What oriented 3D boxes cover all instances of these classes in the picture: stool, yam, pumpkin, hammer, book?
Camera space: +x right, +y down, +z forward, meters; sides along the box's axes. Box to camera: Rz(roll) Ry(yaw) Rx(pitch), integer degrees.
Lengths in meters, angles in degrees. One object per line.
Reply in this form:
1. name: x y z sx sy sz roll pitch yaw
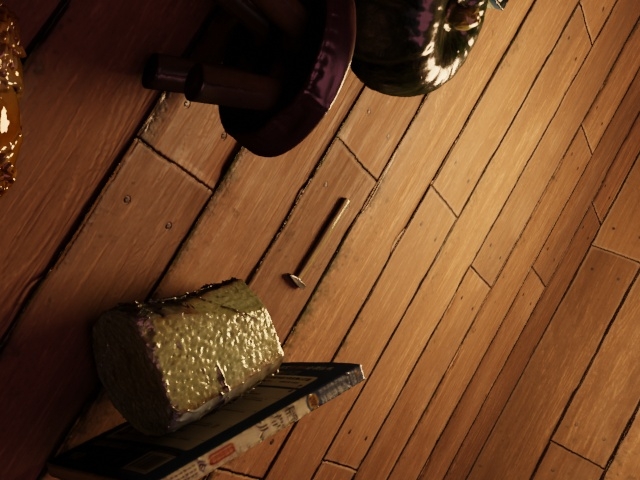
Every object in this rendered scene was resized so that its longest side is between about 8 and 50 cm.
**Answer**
1. stool: -0.099 -0.262 0.992 0.178 0.272 0.272 16 98 -37
2. yam: -0.198 0.165 1.146 0.271 0.201 0.202 -18 92 -45
3. pumpkin: 0.167 -0.389 1.264 0.300 0.207 0.300 -40 145 -35
4. hammer: 0.000 0.000 1.445 0.199 0.013 0.062 -59 144 -9
5. book: -0.172 0.282 1.173 0.428 0.300 0.039 -20 97 -43

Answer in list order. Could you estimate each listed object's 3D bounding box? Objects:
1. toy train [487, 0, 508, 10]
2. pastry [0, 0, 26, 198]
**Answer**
1. toy train: 0.316 -0.545 1.490 0.234 0.051 0.052 26 89 -50
2. pastry: -0.412 -0.138 0.738 0.255 0.162 0.311 -13 121 -49
